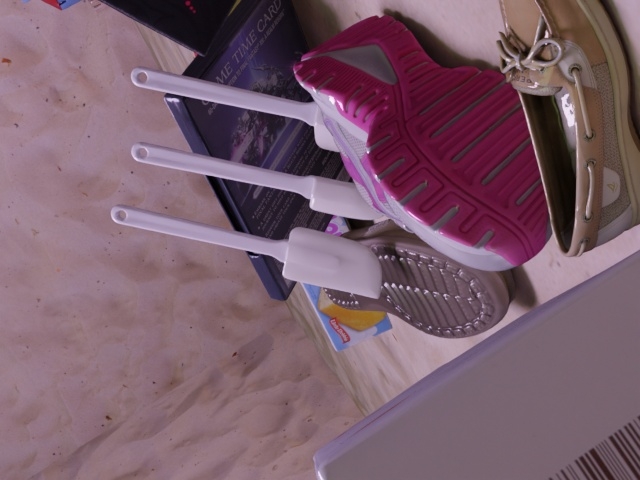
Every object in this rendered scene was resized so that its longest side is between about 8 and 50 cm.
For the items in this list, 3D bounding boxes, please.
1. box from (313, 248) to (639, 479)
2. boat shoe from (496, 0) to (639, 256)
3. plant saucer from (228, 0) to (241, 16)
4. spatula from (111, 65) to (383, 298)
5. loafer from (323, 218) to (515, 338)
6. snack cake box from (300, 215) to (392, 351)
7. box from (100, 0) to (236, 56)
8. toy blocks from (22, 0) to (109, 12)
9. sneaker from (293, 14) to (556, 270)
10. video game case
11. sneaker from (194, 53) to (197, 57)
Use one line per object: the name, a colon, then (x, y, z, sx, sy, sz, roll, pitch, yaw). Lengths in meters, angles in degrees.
box: (0.127, 0.145, 0.475, 0.168, 0.215, 0.345, 57, 172, 11)
boat shoe: (0.115, -0.063, 0.380, 0.153, 0.048, 0.056, 63, 171, -26)
plant saucer: (-0.149, -0.353, 0.936, 0.188, 0.045, 0.188, 55, 171, 30)
spatula: (-0.051, -0.058, 0.656, 0.019, 0.241, 0.168, -56, -22, -72)
loafer: (0.086, 0.018, 0.733, 0.268, 0.092, 0.102, 8, 129, 59)
snack cake box: (0.000, 0.000, 1.068, 0.152, 0.089, 0.264, -107, -7, -56)
box: (-0.165, -0.267, 0.515, 0.270, 0.165, 0.143, 21, -161, -39)
toy blocks: (-0.424, -0.502, 1.290, 0.191, 0.260, 0.381, 55, 171, 24)
sneaker: (0.075, -0.055, 0.523, 0.111, 0.102, 0.252, 60, 179, -40)
video game case: (-0.045, -0.099, 0.804, 0.026, 0.196, 0.274, 7, 141, 30)
sneaker: (-0.153, -0.287, 1.145, 0.221, 0.086, 0.128, 88, 161, -49)
